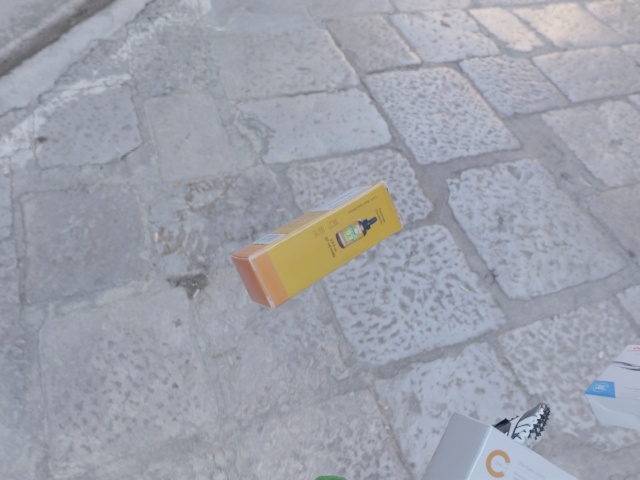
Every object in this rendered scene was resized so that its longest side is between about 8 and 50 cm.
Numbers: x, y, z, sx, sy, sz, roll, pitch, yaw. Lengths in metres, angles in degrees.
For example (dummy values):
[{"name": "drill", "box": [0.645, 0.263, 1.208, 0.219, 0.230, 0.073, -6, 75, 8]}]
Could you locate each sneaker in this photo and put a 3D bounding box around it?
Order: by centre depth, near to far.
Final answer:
[{"name": "sneaker", "box": [0.505, 0.502, 1.321, 0.234, 0.078, 0.106, -41, 41, -18]}]

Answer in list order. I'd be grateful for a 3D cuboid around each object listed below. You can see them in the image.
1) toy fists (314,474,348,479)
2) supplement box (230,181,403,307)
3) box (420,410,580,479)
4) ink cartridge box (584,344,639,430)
[{"name": "toy fists", "box": [0.041, 0.504, 0.767, 0.096, 0.142, 0.278, -5, 86, -46]}, {"name": "supplement box", "box": [0.000, 0.000, 0.693, 0.234, 0.080, 0.078, -29, 104, -23]}, {"name": "box", "box": [0.310, 0.557, 0.990, 0.215, 0.168, 0.345, 32, 78, -4]}, {"name": "ink cartridge box", "box": [0.524, 0.220, 0.800, 0.180, 0.104, 0.060, -31, 95, -26]}]
